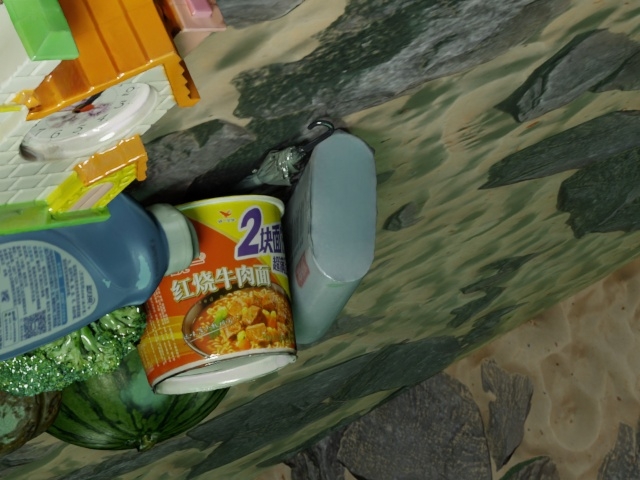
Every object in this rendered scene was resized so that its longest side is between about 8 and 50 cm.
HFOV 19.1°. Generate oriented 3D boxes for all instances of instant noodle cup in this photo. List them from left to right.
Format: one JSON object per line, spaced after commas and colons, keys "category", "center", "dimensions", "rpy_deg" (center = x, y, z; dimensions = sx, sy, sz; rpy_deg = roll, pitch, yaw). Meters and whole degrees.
{"category": "instant noodle cup", "center": [-0.122, 0.065, 2.045], "dimensions": [0.213, 0.174, 0.213], "rpy_deg": [-12, 167, -3]}

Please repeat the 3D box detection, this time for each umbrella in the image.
{"category": "umbrella", "center": [-0.073, -0.055, 2.044], "dimensions": [0.044, 0.044, 0.269], "rpy_deg": [24, 137, -35]}

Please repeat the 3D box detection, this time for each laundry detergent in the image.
{"category": "laundry detergent", "center": [-0.246, 0.020, 1.836], "dimensions": [0.290, 0.143, 0.094], "rpy_deg": [-18, -160, -36]}

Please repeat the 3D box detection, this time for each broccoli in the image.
{"category": "broccoli", "center": [-0.278, 0.081, 1.946], "dimensions": [0.195, 0.195, 0.156], "rpy_deg": [-17, 144, -31]}

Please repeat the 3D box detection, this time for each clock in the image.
{"category": "clock", "center": [-0.204, -0.109, 1.485], "dimensions": [0.220, 0.106, 0.255], "rpy_deg": [-10, 159, -47]}

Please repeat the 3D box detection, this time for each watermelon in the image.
{"category": "watermelon", "center": [-0.209, 0.150, 2.276], "dimensions": [0.330, 0.189, 0.331], "rpy_deg": [-24, 172, -4]}

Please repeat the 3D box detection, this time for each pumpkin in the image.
{"category": "pumpkin", "center": [-0.396, 0.185, 2.091], "dimensions": [0.131, 0.126, 0.248], "rpy_deg": [-29, -171, -41]}

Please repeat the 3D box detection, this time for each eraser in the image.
{"category": "eraser", "center": [0.000, 0.000, 2.111], "dimensions": [0.081, 0.174, 0.227], "rpy_deg": [6, 159, -10]}
